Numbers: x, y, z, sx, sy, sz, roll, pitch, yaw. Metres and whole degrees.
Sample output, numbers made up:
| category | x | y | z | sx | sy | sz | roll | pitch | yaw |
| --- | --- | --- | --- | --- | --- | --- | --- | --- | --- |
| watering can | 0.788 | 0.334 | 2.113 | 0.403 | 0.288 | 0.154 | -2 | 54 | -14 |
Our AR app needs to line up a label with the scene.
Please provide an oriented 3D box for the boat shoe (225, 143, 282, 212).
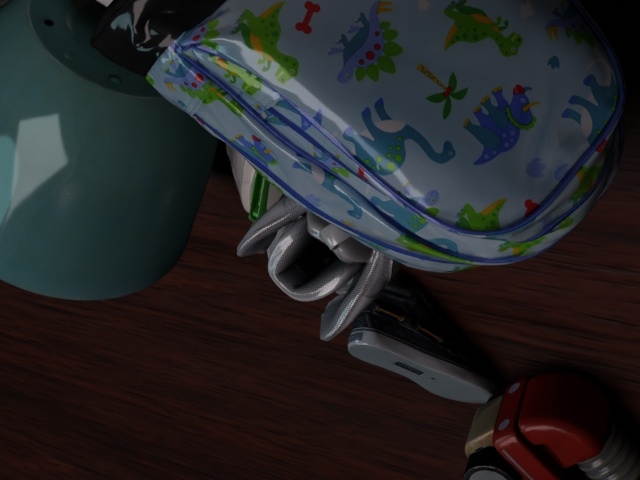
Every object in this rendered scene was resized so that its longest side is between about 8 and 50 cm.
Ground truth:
| category | x | y | z | sx | sy | sz | roll | pitch | yaw |
| --- | --- | --- | --- | --- | --- | --- | --- | --- | --- |
| boat shoe | -0.073 | -0.108 | 1.313 | 0.063 | 0.066 | 0.184 | 34 | 146 | 32 |

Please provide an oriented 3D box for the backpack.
| category | x | y | z | sx | sy | sz | roll | pitch | yaw |
| --- | --- | --- | --- | --- | --- | --- | --- | --- | --- |
| backpack | 0.060 | -0.131 | 0.965 | 0.355 | 0.290 | 0.273 | 49 | 163 | -17 |

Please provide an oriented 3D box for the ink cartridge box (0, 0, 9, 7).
| category | x | y | z | sx | sy | sz | roll | pitch | yaw |
| --- | --- | --- | --- | --- | --- | --- | --- | --- | --- |
| ink cartridge box | -0.470 | -0.339 | 1.387 | 0.385 | 0.160 | 0.279 | -13 | 117 | 51 |

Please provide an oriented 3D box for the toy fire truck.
| category | x | y | z | sx | sy | sz | roll | pitch | yaw |
| --- | --- | --- | --- | --- | --- | --- | --- | --- | --- |
| toy fire truck | 0.289 | 0.226 | 1.242 | 0.217 | 0.158 | 0.246 | 46 | 126 | -12 |

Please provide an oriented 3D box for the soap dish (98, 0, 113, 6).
| category | x | y | z | sx | sy | sz | roll | pitch | yaw |
| --- | --- | --- | --- | --- | --- | --- | --- | --- | --- |
| soap dish | -0.158 | -0.336 | 1.111 | 0.229 | 0.118 | 0.291 | 32 | 143 | 17 |

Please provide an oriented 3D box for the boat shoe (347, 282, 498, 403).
| category | x | y | z | sx | sy | sz | roll | pitch | yaw |
| --- | --- | --- | --- | --- | --- | --- | --- | --- | --- |
| boat shoe | 0.117 | 0.107 | 1.347 | 0.183 | 0.083 | 0.065 | 26 | 152 | -22 |

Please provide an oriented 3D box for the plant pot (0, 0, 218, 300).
| category | x | y | z | sx | sy | sz | roll | pitch | yaw |
| --- | --- | --- | --- | --- | --- | --- | --- | --- | --- |
| plant pot | -0.233 | -0.125 | 1.276 | 0.293 | 0.293 | 0.235 | 39 | 132 | 8 |

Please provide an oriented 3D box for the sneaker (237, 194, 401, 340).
| category | x | y | z | sx | sy | sz | roll | pitch | yaw |
| --- | --- | --- | --- | --- | --- | --- | --- | --- | --- |
| sneaker | 0.000 | 0.000 | 1.217 | 0.137 | 0.210 | 0.366 | 46 | 146 | -2 |

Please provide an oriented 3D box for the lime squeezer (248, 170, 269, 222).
| category | x | y | z | sx | sy | sz | roll | pitch | yaw |
| --- | --- | --- | --- | --- | --- | --- | --- | --- | --- |
| lime squeezer | -0.068 | -0.145 | 1.181 | 0.059 | 0.110 | 0.310 | 49 | 169 | 33 |
